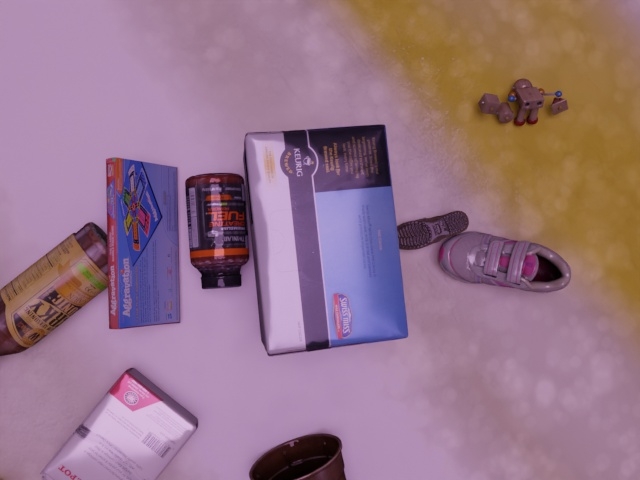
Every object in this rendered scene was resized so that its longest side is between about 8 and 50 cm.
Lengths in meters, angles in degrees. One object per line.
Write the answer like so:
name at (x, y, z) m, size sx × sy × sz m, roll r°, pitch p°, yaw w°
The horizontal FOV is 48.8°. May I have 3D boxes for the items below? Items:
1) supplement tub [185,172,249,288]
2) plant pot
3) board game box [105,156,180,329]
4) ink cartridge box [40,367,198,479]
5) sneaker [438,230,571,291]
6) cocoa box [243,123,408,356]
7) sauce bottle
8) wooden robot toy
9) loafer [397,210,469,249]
supplement tub at (-0.179, -0.015, 1.233) m, size 0.106 × 0.106 × 0.197 m, roll -5°, pitch 88°, yaw -7°
plant pot at (-0.018, 0.445, 1.208) m, size 0.167 × 0.167 × 0.165 m, roll -19°, pitch 98°, yaw -7°
board game box at (-0.302, 0.006, 1.207) m, size 0.027 × 0.145 × 0.281 m, roll -3°, pitch 87°, yaw 31°
ink cartridge box at (-0.338, 0.352, 1.203) m, size 0.159 × 0.092 × 0.217 m, roll 40°, pitch 82°, yaw -3°
sneaker at (0.344, 0.037, 1.285) m, size 0.253 × 0.111 × 0.102 m, roll 7°, pitch 86°, yaw -6°
cocoa box at (0.000, 0.000, 1.188) m, size 0.228 × 0.231 × 0.346 m, roll -6°, pitch 88°, yaw -7°
sauce bottle at (-0.490, 0.114, 1.191) m, size 0.344 × 0.111 × 0.111 m, roll -40°, pitch 92°, yaw -5°
wooden robot toy at (0.379, -0.270, 1.341) m, size 0.174 × 0.076 × 0.079 m, roll -6°, pitch 53°, yaw -7°
loafer at (0.201, -0.016, 1.306) m, size 0.148 × 0.050 × 0.056 m, roll -12°, pitch 85°, yaw 9°
